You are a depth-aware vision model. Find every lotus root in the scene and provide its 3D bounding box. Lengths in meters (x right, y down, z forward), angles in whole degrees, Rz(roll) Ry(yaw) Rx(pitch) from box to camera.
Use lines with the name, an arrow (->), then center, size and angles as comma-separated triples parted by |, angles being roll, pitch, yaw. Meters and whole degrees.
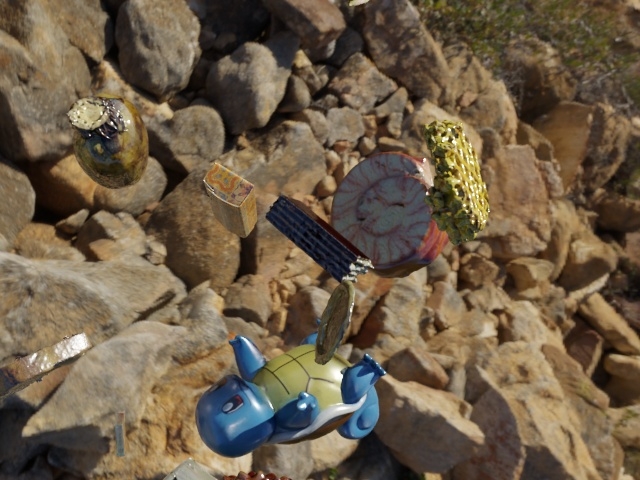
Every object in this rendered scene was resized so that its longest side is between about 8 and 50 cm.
lotus root -> -0.423, -0.197, 1.299 | 0.142, 0.314, 0.169 | -2, 73, -7
lotus root -> -0.696, 0.306, 1.506 | 0.261, 0.170, 0.074 | -27, 86, 17

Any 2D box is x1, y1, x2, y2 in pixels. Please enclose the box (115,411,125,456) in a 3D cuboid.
box -> -0.367, 0.354, 1.163 | 0.015, 0.093, 0.058 | -2, 89, -16

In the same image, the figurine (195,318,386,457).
figurine -> -0.035, 0.280, 1.221 | 0.416, 0.298, 0.242 | 7, 110, -38

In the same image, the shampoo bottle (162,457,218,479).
shampoo bottle -> -0.057, 0.291, 0.541 | 0.227, 0.056, 0.086 | 36, 51, 15

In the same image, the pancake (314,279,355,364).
pancake -> 0.016, 0.100, 0.763 | 0.011, 0.115, 0.114 | 20, 80, -10

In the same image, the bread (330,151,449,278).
bread -> 0.175, -0.062, 1.655 | 0.114, 0.295, 0.327 | 31, 39, -56

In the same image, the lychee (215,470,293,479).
lychee -> -0.103, 0.545, 1.050 | 0.330, 0.306, 0.306 | 18, 79, 10

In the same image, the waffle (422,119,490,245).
waffle -> 0.210, -0.096, 1.006 | 0.197, 0.070, 0.193 | 62, 30, -27

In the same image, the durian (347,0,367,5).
durian -> 0.107, -0.643, 1.289 | 0.305, 0.195, 0.185 | -44, 151, 6

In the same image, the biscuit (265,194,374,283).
biscuit -> 0.000, 0.000, 1.386 | 0.252, 0.106, 0.070 | 40, 101, 20

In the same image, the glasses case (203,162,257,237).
glasses case -> -0.152, -0.061, 1.083 | 0.075, 0.218, 0.049 | 31, 77, 2
